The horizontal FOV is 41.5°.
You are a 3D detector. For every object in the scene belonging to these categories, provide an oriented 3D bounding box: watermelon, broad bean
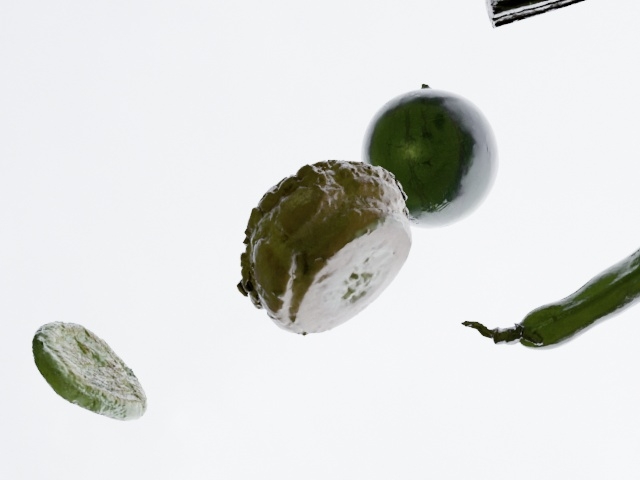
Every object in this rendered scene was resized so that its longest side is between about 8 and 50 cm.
[{"bbox_3d":[0.185,-0.140,1.438,0.242,0.242,0.242,-1,-92,37],"label":"watermelon"},{"bbox_3d":[0.307,0.041,0.851,0.325,0.075,0.067,-32,-141,6],"label":"broad bean"}]

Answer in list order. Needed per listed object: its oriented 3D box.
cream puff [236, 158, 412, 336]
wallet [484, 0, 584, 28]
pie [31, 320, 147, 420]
[{"bbox_3d":[0.000,0.000,0.730,0.165,0.150,0.115,-37,-124,-5],"label":"cream puff"},{"bbox_3d":[0.242,-0.222,0.634,0.243,0.133,0.039,-13,-99,13],"label":"wallet"},{"bbox_3d":[-0.142,0.081,0.520,0.021,0.084,0.084,-49,-119,8],"label":"pie"}]
